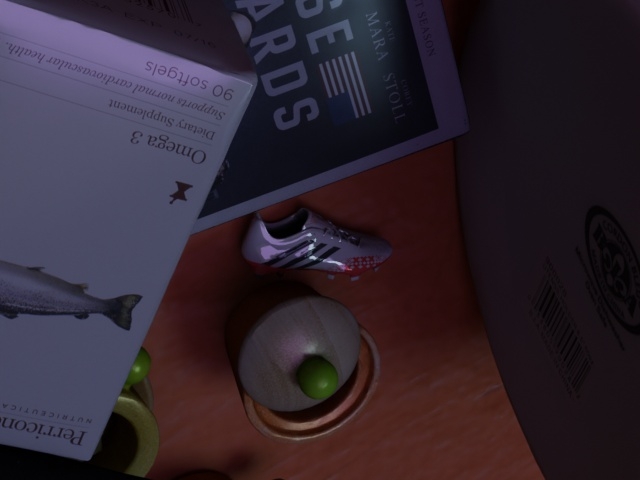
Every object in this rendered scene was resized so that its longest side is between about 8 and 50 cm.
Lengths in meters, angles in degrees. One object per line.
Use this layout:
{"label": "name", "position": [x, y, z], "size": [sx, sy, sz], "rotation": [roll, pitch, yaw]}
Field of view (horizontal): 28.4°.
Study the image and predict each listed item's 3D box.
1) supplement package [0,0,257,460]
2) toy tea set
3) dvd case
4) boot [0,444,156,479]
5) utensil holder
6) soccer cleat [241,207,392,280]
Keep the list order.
{"label": "supplement package", "position": [-0.112, -0.021, 0.499], "size": [0.105, 0.105, 0.179], "rotation": [15, 115, -23]}
{"label": "toy tea set", "position": [-0.089, 0.167, 0.639], "size": [0.200, 0.124, 0.336], "rotation": [15, 109, -30]}
{"label": "dvd case", "position": [-0.064, -0.086, 0.554], "size": [0.238, 0.029, 0.179], "rotation": [-20, 123, -3]}
{"label": "boot", "position": [-0.258, 0.207, 0.405], "size": [0.445, 0.367, 0.146], "rotation": [21, 148, -17]}
{"label": "utensil holder", "position": [0.296, -0.022, 0.589], "size": [0.385, 0.327, 0.328], "rotation": [-13, 121, -13]}
{"label": "soccer cleat", "position": [0.000, 0.000, 0.651], "size": [0.083, 0.029, 0.036], "rotation": [-1, 120, -19]}
